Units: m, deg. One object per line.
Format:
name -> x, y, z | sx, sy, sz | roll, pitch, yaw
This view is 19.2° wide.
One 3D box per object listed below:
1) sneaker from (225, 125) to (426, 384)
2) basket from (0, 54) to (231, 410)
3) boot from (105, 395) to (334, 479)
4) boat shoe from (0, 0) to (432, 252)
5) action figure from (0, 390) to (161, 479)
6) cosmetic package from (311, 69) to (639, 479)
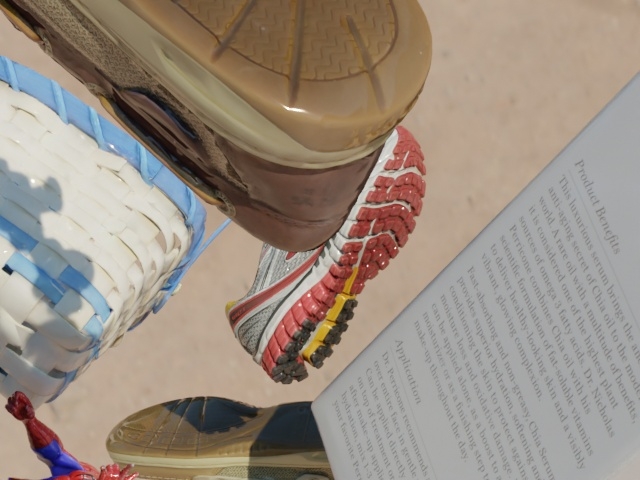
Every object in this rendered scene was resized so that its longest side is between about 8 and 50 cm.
sneaker -> 0.000, 0.000, 1.510 | 0.093, 0.088, 0.225 | 38, 96, 30
basket -> -0.202, -0.041, 1.396 | 0.255, 0.201, 0.289 | 38, 51, -4
boot -> -0.058, 0.246, 1.751 | 0.262, 0.203, 0.095 | -3, 33, 14
boat shoe -> -0.102, -0.127, 0.748 | 0.342, 0.123, 0.123 | 42, 55, 16
action figure -> -0.227, 0.158, 1.257 | 0.280, 0.139, 0.091 | 2, 45, -17
cosmetic package -> 0.201, 0.095, 1.360 | 0.453, 0.161, 0.230 | -48, 48, 38
